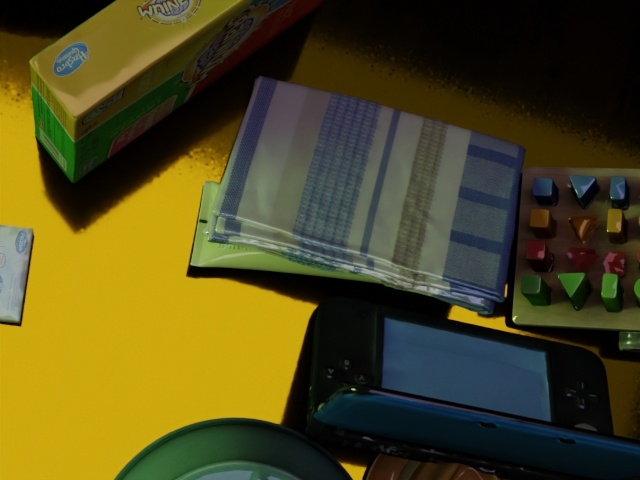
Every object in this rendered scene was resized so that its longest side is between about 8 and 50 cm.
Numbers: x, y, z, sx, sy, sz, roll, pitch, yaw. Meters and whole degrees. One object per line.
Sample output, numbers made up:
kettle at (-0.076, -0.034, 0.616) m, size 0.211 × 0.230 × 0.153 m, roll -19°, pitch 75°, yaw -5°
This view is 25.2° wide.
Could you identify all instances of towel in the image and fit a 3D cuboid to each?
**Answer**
towel at (0.047, -0.047, 1.364) m, size 0.285 × 0.034 × 0.209 m, roll 14°, pitch 54°, yaw -1°

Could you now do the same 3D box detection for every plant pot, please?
plant pot at (-0.073, 0.277, 1.196) m, size 0.272 × 0.255 × 0.271 m, roll 1°, pitch 80°, yaw -3°

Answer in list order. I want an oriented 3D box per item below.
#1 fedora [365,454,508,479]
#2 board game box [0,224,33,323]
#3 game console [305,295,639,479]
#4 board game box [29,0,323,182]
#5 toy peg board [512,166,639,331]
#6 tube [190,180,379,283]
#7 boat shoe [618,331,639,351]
fedora at (0.132, 0.255, 1.336) m, size 0.194 × 0.079 × 0.194 m, roll 2°, pitch 78°, yaw -9°
board game box at (-0.319, 0.028, 1.337) m, size 0.090 × 0.020 × 0.090 m, roll 8°, pitch 77°, yaw -7°
game console at (0.148, 0.119, 1.266) m, size 0.293 × 0.173 × 0.250 m, roll 13°, pitch 42°, yaw -7°
board game box at (-0.116, -0.193, 1.302) m, size 0.316 × 0.242 × 0.064 m, roll -38°, pitch 88°, yaw -14°
toy peg board at (0.266, 0.001, 1.378) m, size 0.161 × 0.079 × 0.160 m, roll 2°, pitch 78°, yaw 17°
tube at (0.000, 0.000, 1.380) m, size 0.240 × 0.070 × 0.062 m, roll 9°, pitch 112°, yaw -5°
boat shoe at (0.402, 0.099, 1.418) m, size 0.219 × 0.078 × 0.070 m, roll 9°, pitch 77°, yaw 1°
